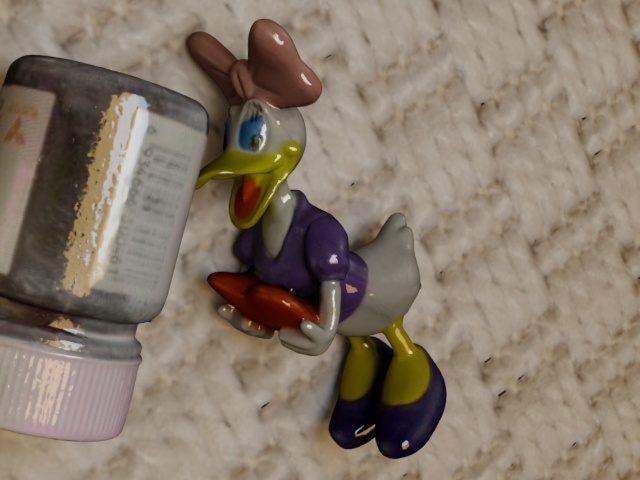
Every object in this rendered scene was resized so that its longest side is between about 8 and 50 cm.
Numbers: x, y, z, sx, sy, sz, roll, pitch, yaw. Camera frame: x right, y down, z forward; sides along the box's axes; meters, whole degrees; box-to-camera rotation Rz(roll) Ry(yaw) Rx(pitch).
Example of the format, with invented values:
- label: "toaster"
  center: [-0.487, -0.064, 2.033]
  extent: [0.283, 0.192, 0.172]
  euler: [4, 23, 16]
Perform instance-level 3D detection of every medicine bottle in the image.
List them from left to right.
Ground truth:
- label: "medicine bottle"
  center: [-0.195, 0.006, 0.808]
  extent: [0.165, 0.165, 0.273]
  euler: [16, 90, -32]

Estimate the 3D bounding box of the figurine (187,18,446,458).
- label: "figurine"
  center: [-0.001, 0.007, 0.936]
  extent: [0.193, 0.154, 0.421]
  euler: [-48, 119, -24]
